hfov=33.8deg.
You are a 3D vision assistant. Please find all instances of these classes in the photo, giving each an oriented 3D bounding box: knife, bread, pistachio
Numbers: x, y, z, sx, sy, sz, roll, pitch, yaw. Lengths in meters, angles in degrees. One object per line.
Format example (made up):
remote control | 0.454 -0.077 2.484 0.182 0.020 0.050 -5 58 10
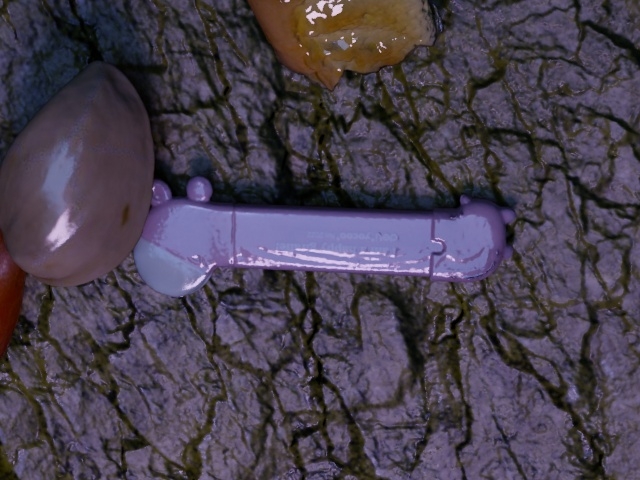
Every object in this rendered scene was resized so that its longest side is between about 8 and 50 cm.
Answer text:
knife | 0.000 0.000 1.098 0.398 0.038 0.132 2 103 6
bread | 0.005 -0.267 0.982 0.174 0.133 0.252 -16 100 9
pistachio | -0.246 -0.066 1.066 0.153 0.138 0.238 10 100 -15

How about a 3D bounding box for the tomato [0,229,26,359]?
tomato | -0.481 0.048 1.090 0.338 0.144 0.338 2 115 3
